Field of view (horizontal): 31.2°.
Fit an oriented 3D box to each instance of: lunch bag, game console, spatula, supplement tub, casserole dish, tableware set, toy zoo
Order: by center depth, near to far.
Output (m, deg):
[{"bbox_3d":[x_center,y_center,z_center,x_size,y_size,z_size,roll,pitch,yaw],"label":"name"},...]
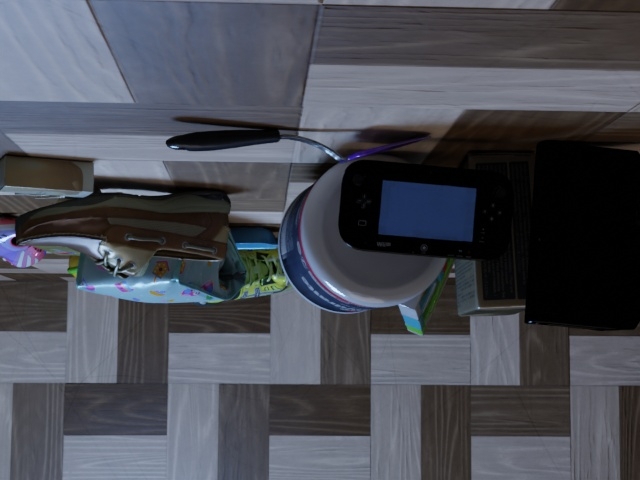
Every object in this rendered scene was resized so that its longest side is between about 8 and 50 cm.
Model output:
[{"bbox_3d":[-0.025,-0.107,1.279,0.296,0.030,0.084,2,176,-17],"label":"spatula"},{"bbox_3d":[0.200,-0.013,1.322,0.361,0.213,0.044,5,173,-4],"label":"game console"},{"bbox_3d":[0.048,-0.001,1.512,0.191,0.191,0.272,1,174,-11],"label":"supplement tub"},{"bbox_3d":[0.171,0.031,1.723,0.030,0.192,0.293,22,170,12],"label":"toy zoo"},{"bbox_3d":[-0.373,-0.064,1.762,0.141,0.020,0.168,-2,173,19],"label":"tableware set"},{"bbox_3d":[-0.281,0.039,2.091,0.223,0.160,0.262,-3,167,23],"label":"lunch bag"},{"bbox_3d":[-0.170,-0.004,2.245,0.188,0.037,0.114,-2,174,11],"label":"casserole dish"}]

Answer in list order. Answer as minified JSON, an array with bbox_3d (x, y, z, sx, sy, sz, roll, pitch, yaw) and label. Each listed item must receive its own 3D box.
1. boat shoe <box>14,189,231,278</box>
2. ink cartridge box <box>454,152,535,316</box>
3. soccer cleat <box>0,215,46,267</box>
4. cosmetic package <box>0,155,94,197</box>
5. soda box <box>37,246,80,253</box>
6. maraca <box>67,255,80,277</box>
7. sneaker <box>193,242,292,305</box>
[{"bbox_3d":[-0.281,-0.005,1.690,0.324,0.120,0.122,-5,176,-22],"label":"boat shoe"},{"bbox_3d":[0.225,-0.001,1.492,0.088,0.193,0.235,-2,175,1],"label":"ink cartridge box"},{"bbox_3d":[-0.554,0.001,2.132,0.095,0.083,0.248,-6,170,12],"label":"soccer cleat"},{"bbox_3d":[-0.356,-0.082,1.484,0.115,0.041,0.060,3,174,-24],"label":"cosmetic package"},{"bbox_3d":[-0.470,-0.010,2.075,0.058,0.061,0.181,1,174,4],"label":"soda box"},{"bbox_3d":[-0.427,0.027,2.303,0.127,0.099,0.185,-9,-166,39],"label":"maraca"},{"bbox_3d":[-0.153,0.052,2.412,0.147,0.145,0.384,-12,179,28],"label":"sneaker"}]
